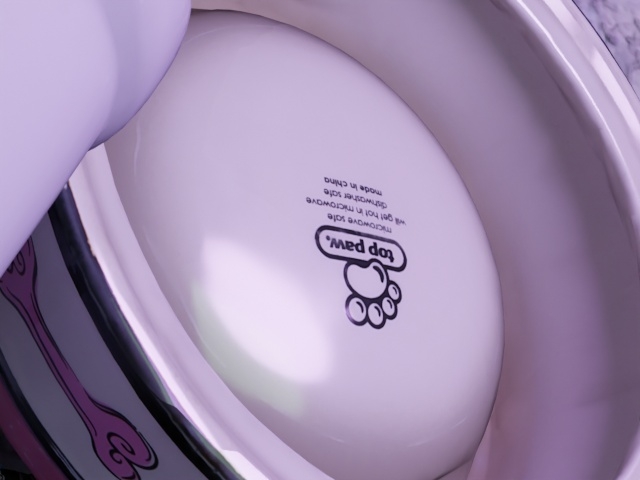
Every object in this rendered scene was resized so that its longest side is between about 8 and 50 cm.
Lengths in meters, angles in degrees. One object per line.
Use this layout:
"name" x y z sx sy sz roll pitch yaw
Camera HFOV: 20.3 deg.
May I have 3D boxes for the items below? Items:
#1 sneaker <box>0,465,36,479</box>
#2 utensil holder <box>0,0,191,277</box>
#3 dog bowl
"sneaker" -0.134 0.192 0.805 0.078 0.067 0.188 -5 82 -39
"utensil holder" -0.270 -0.004 0.501 0.327 0.327 0.385 45 61 -29
"dog bowl" 0.000 0.000 0.862 0.408 0.150 0.408 24 51 -33
